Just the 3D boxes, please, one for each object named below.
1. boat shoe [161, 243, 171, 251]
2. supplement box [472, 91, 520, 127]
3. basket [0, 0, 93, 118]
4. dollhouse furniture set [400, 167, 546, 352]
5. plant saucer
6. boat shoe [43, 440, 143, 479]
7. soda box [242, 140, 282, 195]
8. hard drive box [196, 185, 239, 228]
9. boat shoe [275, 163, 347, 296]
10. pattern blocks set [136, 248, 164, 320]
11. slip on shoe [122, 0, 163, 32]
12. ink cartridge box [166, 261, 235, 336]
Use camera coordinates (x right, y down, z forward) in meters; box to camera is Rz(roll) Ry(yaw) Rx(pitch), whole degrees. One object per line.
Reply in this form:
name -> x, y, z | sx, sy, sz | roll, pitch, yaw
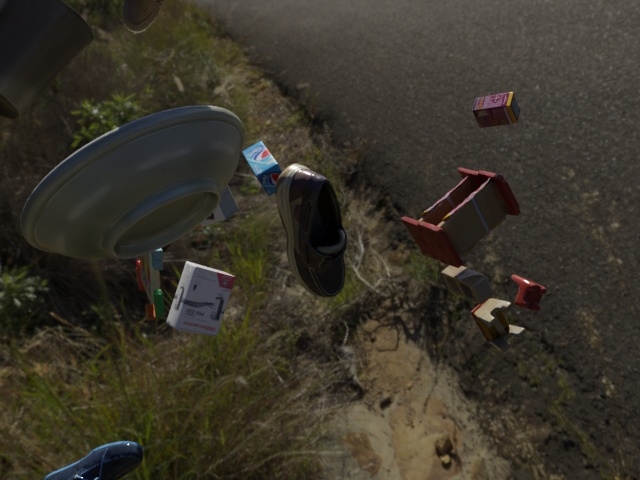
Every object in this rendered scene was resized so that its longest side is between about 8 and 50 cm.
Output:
boat shoe -> -0.344, -0.025, 1.287 | 0.133, 0.042, 0.049 | -55, -12, 5
supplement box -> 0.377, -0.279, 1.165 | 0.083, 0.055, 0.043 | 1, 57, 38
basket -> -0.608, -0.372, 1.088 | 0.154, 0.204, 0.227 | 114, 178, -68
dollhouse furniture set -> 0.376, 0.043, 1.259 | 0.201, 0.374, 0.152 | -38, 23, -11
plant saucer -> -0.285, -0.065, 0.924 | 0.400, 0.100, 0.400 | -32, -9, -5
boat shoe -> -0.483, 0.517, 1.156 | 0.258, 0.109, 0.089 | -33, 34, 14
soda box -> -0.155, -0.203, 1.503 | 0.067, 0.071, 0.210 | -31, 32, -3
hard drive box -> -0.384, -0.159, 1.648 | 0.181, 0.232, 0.089 | -15, 18, 29
boat shoe -> 0.000, 0.000, 0.958 | 0.092, 0.285, 0.103 | 23, 49, 40
pattern blocks set -> -0.409, 0.055, 1.299 | 0.026, 0.285, 0.325 | -5, 27, -25
slip on shoe -> -0.250, -0.369, 0.798 | 0.135, 0.051, 0.041 | -49, 15, 12
ink cartridge box -> -0.399, 0.198, 1.813 | 0.092, 0.158, 0.218 | 15, 86, 53
